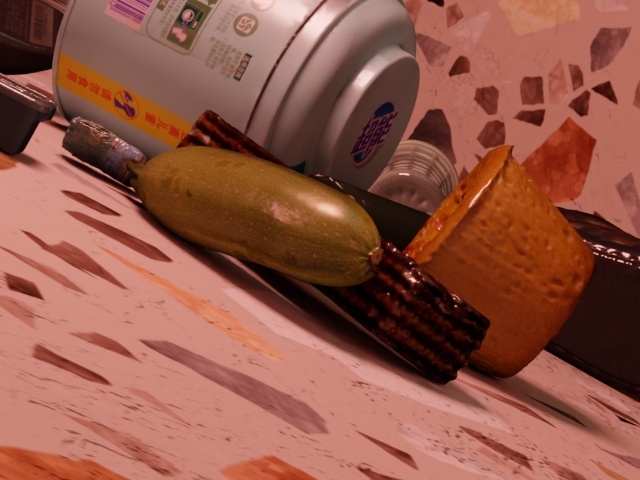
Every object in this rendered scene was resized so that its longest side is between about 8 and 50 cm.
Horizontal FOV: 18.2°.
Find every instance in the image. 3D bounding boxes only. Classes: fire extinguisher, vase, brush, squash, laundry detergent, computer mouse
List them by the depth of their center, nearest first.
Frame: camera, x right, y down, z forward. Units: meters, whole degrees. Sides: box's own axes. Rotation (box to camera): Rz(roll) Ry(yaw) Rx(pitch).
[{"bbox_3d":[-0.076,-0.030,1.669,0.094,0.094,0.341,22,-1,-43],"label":"squash"},{"bbox_3d":[-0.150,-0.049,1.836,0.196,0.021,0.070,33,-26,-3],"label":"brush"},{"bbox_3d":[0.064,0.000,2.004,0.095,0.114,0.311,22,1,30],"label":"fire extinguisher"},{"bbox_3d":[-0.071,-0.177,2.063,0.305,0.287,0.287,29,6,19],"label":"laundry detergent"},{"bbox_3d":[-0.382,-0.229,2.106,0.264,0.088,0.147,26,22,-16],"label":"computer mouse"},{"bbox_3d":[0.111,-0.048,2.602,0.143,0.143,0.299,28,9,1],"label":"vase"}]

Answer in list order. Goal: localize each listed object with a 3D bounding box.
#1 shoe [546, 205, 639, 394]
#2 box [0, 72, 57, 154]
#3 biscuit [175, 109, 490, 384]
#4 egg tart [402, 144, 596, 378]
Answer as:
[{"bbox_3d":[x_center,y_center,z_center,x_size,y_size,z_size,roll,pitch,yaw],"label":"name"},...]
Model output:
[{"bbox_3d":[0.360,0.075,2.410,0.384,0.171,0.237,22,7,22],"label":"shoe"},{"bbox_3d":[-0.280,-0.114,1.693,0.099,0.054,0.074,27,8,-2],"label":"box"},{"bbox_3d":[0.000,0.000,1.743,0.107,0.073,0.388,36,0,-41],"label":"biscuit"},{"bbox_3d":[0.162,0.026,1.852,0.147,0.202,0.202,36,5,-2],"label":"egg tart"}]
